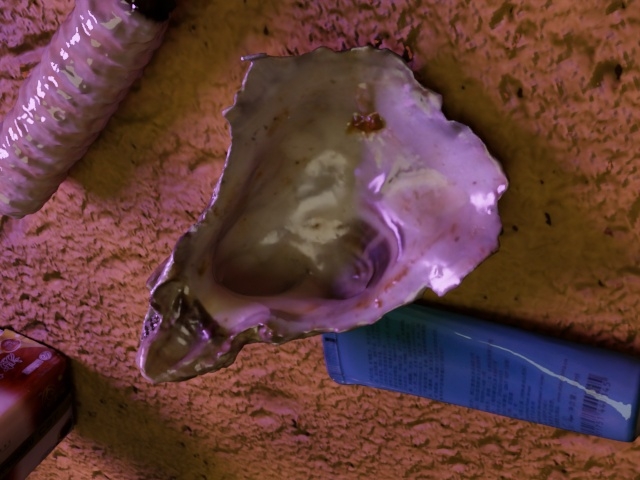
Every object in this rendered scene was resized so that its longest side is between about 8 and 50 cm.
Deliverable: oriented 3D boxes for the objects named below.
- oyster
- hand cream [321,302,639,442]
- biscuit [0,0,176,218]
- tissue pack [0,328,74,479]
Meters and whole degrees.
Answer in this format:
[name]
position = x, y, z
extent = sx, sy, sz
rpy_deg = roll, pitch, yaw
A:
[oyster]
position = -0.015, -0.005, 0.400
extent = 0.233, 0.107, 0.161
rpy_deg = -42, 92, 18
[hand cream]
position = 0.103, 0.082, 0.428
extent = 0.224, 0.048, 0.083
rpy_deg = 9, 122, 26
[biscuit]
position = -0.161, -0.091, 0.426
extent = 0.219, 0.055, 0.061
rpy_deg = -39, 63, 35
[tissue pack]
position = -0.299, 0.167, 0.583
extent = 0.099, 0.148, 0.106
rpy_deg = 18, 124, 14
